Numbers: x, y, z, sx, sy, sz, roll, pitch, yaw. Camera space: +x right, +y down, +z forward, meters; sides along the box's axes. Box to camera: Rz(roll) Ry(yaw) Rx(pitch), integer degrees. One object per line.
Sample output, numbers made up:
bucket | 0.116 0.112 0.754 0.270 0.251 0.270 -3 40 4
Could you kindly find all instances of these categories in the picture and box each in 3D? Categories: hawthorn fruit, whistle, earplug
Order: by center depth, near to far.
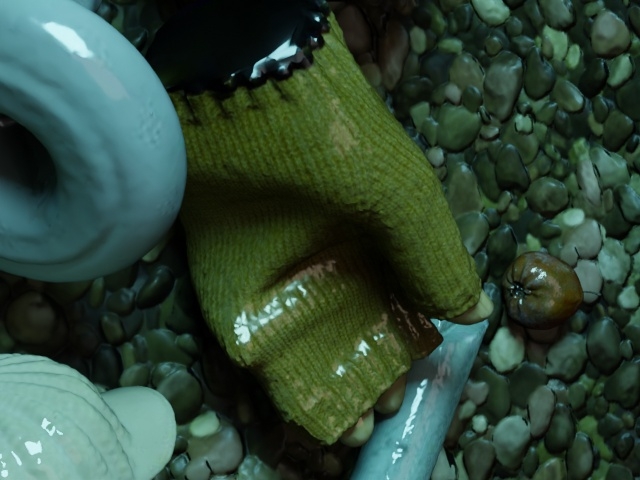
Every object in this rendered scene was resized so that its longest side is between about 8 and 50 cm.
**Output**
earplug | -0.194 -0.130 0.940 0.175 0.214 0.325 -17 89 -56
whistle | 0.057 0.175 1.172 0.062 0.062 0.312 31 72 -28
hawthorn fruit | 0.197 0.041 1.269 0.103 0.067 0.067 -4 91 -45

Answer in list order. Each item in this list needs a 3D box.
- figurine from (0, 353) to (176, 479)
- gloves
figurine | -0.194 0.232 0.938 0.204 0.185 0.332 17 72 -67
gloves | -0.002 -0.014 1.069 0.203 0.155 0.356 -15 117 10
